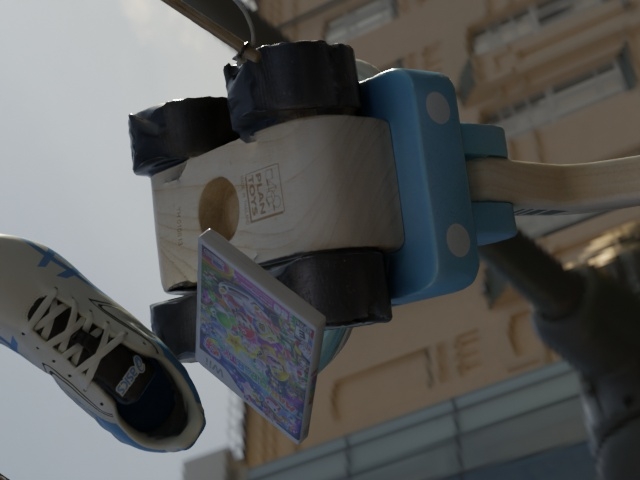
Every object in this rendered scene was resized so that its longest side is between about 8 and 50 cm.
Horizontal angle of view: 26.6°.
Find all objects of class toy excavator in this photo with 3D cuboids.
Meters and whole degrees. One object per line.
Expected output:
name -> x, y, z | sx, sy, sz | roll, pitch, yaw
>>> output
toy excavator -> 0.119, -0.042, 1.164 | 0.445, 0.433, 0.222 | -2, -100, -42

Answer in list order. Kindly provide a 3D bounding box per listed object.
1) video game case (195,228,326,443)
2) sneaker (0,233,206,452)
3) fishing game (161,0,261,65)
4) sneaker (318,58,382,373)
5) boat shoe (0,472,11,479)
video game case -> -0.037, 0.057, 0.771 | 0.087, 0.011, 0.122 | 36, 147, 21
sneaker -> -0.172, 0.075, 0.995 | 0.237, 0.086, 0.085 | 43, -110, -30
fishing game -> -0.023, -0.240, 0.754 | 0.189, 0.264, 0.041 | 35, -168, 8
sneaker -> 0.000, 0.000, 1.398 | 0.150, 0.135, 0.366 | -50, -29, -64
boat shoe -> -0.369, 0.172, 1.155 | 0.285, 0.103, 0.092 | 31, -147, -28
